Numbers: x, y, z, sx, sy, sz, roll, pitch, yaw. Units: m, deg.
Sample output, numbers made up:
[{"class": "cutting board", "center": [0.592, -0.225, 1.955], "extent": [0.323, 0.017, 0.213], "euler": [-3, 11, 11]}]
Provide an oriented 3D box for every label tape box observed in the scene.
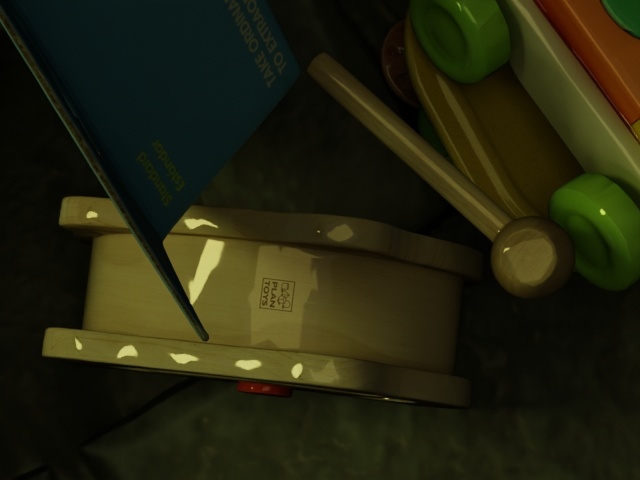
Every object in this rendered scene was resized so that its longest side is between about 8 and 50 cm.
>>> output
[{"class": "label tape box", "center": [-0.111, -0.152, 0.746], "extent": [0.106, 0.241, 0.334], "euler": [-33, 44, -5]}]

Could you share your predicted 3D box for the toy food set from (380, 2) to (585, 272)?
[{"class": "toy food set", "center": [0.092, -0.079, 0.908], "extent": [0.128, 0.071, 0.218], "euler": [-25, 86, -27]}]

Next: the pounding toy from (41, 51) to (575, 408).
[{"class": "pounding toy", "center": [0.000, 0.000, 0.863], "extent": [0.269, 0.154, 0.155], "euler": [4, 84, 19]}]

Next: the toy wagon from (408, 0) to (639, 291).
[{"class": "toy wagon", "center": [0.171, -0.146, 0.868], "extent": [0.267, 0.068, 0.344], "euler": [-33, 85, -22]}]
